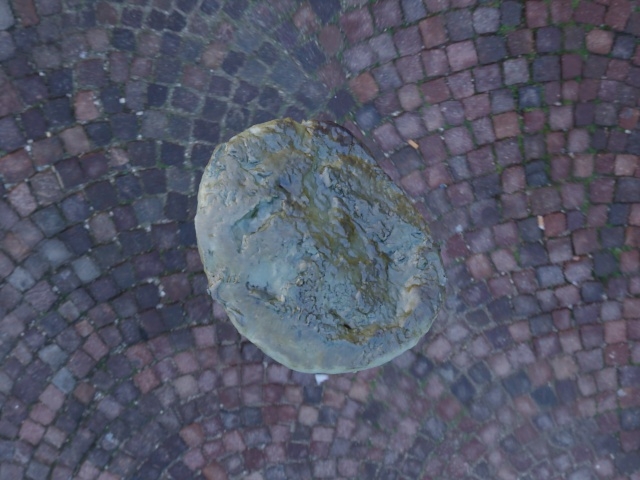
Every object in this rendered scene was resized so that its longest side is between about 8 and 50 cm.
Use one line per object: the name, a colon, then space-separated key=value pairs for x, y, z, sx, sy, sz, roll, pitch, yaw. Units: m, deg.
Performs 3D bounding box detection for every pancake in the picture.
pancake: x=0.001 y=-0.001 z=0.796 sx=0.356 sy=0.356 sz=0.065 roll=42 pitch=144 yaw=-8
